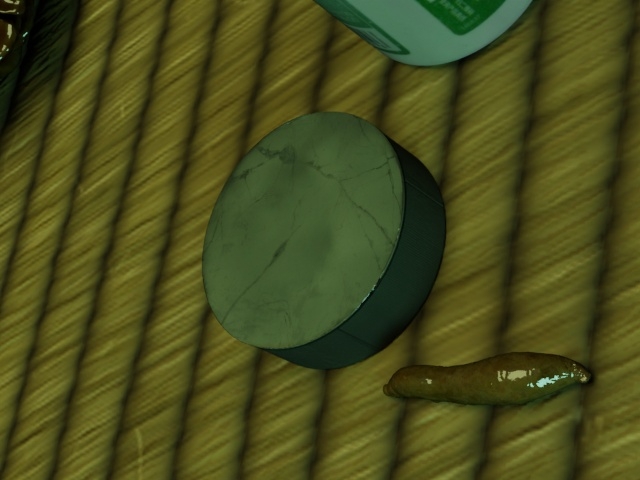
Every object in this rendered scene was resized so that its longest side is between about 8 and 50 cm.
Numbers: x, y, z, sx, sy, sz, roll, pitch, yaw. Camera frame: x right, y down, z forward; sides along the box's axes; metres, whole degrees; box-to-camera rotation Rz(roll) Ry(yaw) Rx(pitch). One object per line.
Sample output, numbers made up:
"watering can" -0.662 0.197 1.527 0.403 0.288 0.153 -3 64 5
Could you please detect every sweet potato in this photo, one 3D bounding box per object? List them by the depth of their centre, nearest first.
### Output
"sweet potato" 0.072 0.066 0.612 0.115 0.026 0.026 -7 66 36

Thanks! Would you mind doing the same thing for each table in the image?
"table" 0.000 0.000 0.691 0.133 0.043 0.133 -18 59 33

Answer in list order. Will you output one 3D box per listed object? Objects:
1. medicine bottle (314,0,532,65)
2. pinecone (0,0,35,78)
"medicine bottle" -0.004 -0.199 0.629 0.133 0.274 0.133 -18 61 34
"pinecone" -0.305 -0.182 0.927 0.229 0.202 0.201 -48 16 10
